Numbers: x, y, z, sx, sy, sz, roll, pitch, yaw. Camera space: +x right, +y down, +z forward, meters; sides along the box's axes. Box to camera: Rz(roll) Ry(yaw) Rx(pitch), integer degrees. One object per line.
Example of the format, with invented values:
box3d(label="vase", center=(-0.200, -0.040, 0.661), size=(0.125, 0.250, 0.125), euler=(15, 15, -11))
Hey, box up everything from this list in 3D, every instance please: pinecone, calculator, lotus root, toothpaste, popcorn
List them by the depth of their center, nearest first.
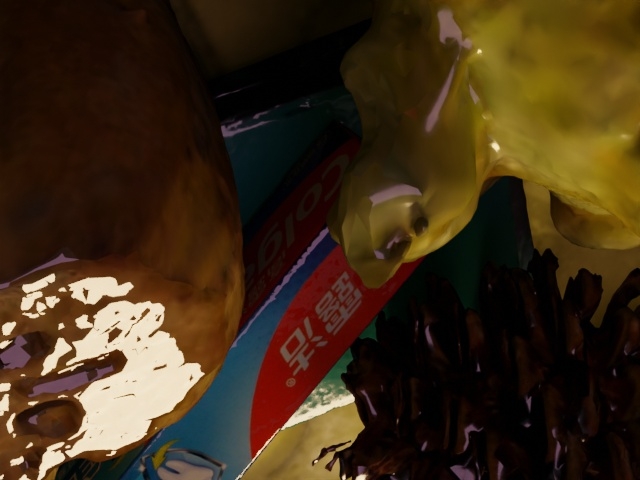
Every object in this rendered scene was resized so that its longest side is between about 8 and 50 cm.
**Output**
box3d(label="lotus root", center=(-0.170, 0.028, 0.476), size=(0.316, 0.250, 0.316), euler=(-7, 122, -11))
box3d(label="popcorn", center=(0.146, -0.132, 0.476), size=(0.279, 0.335, 0.274), euler=(1, 141, 15))
box3d(label="toothpaste", center=(-0.060, 0.082, 0.598), size=(0.066, 0.076, 0.320), euler=(34, 98, -29))
box3d(label="pinecone", center=(0.105, 0.106, 0.615), size=(0.222, 0.221, 0.221), euler=(-10, 120, -18))
box3d(label="calculator", center=(0.000, 0.000, 0.665), size=(0.274, 0.058, 0.248), euler=(-23, 123, -10))
